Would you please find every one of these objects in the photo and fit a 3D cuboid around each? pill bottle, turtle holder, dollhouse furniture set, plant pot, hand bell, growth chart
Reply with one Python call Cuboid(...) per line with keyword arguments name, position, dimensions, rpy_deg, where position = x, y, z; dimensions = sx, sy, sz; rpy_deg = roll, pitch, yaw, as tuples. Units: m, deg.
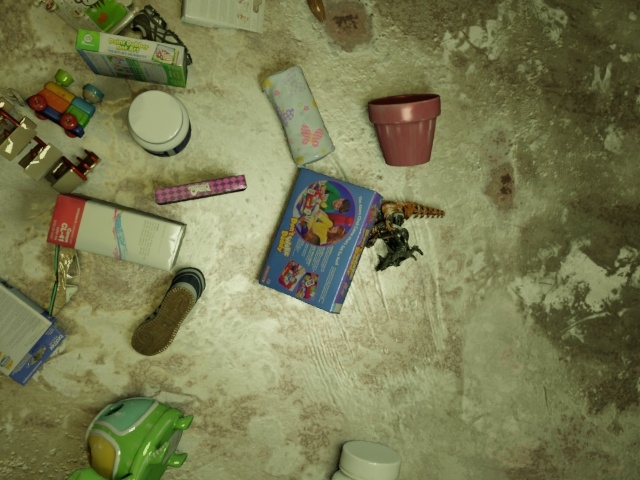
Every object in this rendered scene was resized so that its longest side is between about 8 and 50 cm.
Cuboid(name="pill bottle", position=(-0.410, -0.298, 1.603), dimensions=(0.153, 0.265, 0.153), rpy_deg=(-1, 93, -10))
Cuboid(name="pill bottle", position=(0.115, 0.775, 1.780), dimensions=(0.204, 0.204, 0.361), rpy_deg=(10, 92, -10))
Cuboid(name="turtle holder", position=(-0.497, 0.555, 1.625), dimensions=(0.228, 0.243, 0.320), rpy_deg=(21, 51, 9))
Cuboid(name="dollhouse furniture set", position=(-0.702, -0.244, 1.578), dimensions=(0.135, 0.262, 0.259), rpy_deg=(-49, 133, -6))
Cuboid(name="plant pot", position=(0.240, -0.309, 1.763), dimensions=(0.201, 0.201, 0.180), rpy_deg=(-10, 110, -9))
Cuboid(name="hand bell", position=(-0.044, -0.724, 1.739), dimensions=(0.126, 0.126, 0.242), rpy_deg=(-29, 109, -7))
Cuboid(name="growth chart", position=(-0.614, -0.625, 1.661), dimensions=(0.237, 0.021, 0.172), rpy_deg=(35, 87, 0))

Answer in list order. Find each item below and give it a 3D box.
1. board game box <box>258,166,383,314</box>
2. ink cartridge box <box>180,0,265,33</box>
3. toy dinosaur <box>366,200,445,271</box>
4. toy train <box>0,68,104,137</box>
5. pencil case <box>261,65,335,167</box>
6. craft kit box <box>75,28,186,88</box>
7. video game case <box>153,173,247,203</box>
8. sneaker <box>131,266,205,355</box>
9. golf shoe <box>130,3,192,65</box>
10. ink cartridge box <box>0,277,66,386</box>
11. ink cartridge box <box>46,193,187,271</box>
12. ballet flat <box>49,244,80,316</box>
Cuboid(name="board game box", position=(0.000, 0.000, 1.727), dimensions=(0.233, 0.078, 0.347), rpy_deg=(21, 89, 23))
Cuboid(name="ink cartridge box", position=(-0.265, -0.676, 1.729), dimensions=(0.225, 0.056, 0.180), rpy_deg=(4, 92, -29))
Cuboid(name="toy dinosaur", position=(0.194, -0.039, 1.787), dimensions=(0.322, 0.164, 0.218), rpy_deg=(-18, 78, 14))
Cuboid(name="toy train", position=(-0.704, -0.389, 1.636), dimensions=(0.248, 0.105, 0.143), rpy_deg=(32, 77, -10))
Cuboid(name="pencil case", position=(-0.062, -0.343, 1.739), dimensions=(0.124, 0.113, 0.273), rpy_deg=(-24, 96, 2))
Cuboid(name="craft kit box", position=(-0.467, -0.455, 1.593), dimensions=(0.247, 0.250, 0.060), rpy_deg=(10, 90, -11))
Cuboid(name="video game case", position=(-0.314, -0.132, 1.656), dimensions=(0.232, 0.210, 0.041), rpy_deg=(-11, 95, -8))
Cuboid(name="sneaker", position=(-0.410, 0.190, 1.724), dimensions=(0.099, 0.153, 0.282), rpy_deg=(35, 117, -12))
Cuboid(name="golf shoe", position=(-0.427, -0.532, 1.687), dimensions=(0.094, 0.077, 0.198), rpy_deg=(-41, 85, -1))
Cuboid(name="ink cartridge box", position=(-0.846, 0.220, 1.657), dimensions=(0.311, 0.065, 0.185), rpy_deg=(40, 88, -7))
Cuboid(name="ink cartridge box", position=(-0.514, -0.023, 1.620), dimensions=(0.306, 0.226, 0.131), rpy_deg=(17, 90, -10))
Cuboid(name="ballet flat", position=(-0.682, 0.106, 1.679), dimensions=(0.067, 0.073, 0.206), rpy_deg=(6, 96, -24))
